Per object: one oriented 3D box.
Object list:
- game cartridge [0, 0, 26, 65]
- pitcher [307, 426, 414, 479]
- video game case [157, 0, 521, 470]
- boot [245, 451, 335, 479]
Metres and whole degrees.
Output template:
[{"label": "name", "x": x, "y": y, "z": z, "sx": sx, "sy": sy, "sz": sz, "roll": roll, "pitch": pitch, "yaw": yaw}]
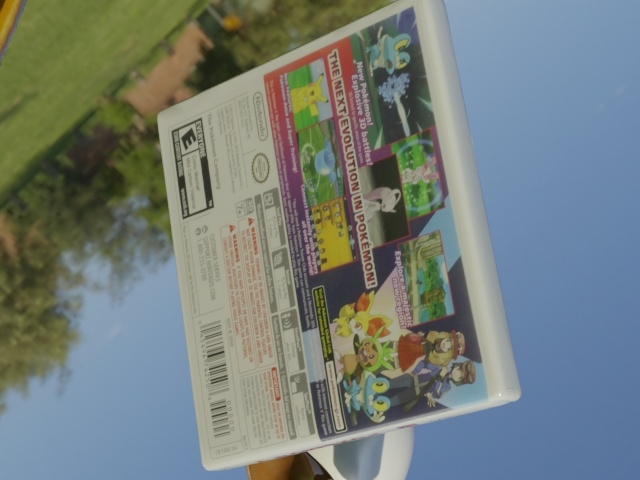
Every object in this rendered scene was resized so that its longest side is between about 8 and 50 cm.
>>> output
[{"label": "game cartridge", "x": -0.337, "y": -0.159, "z": 0.768, "sx": 0.053, "sy": 0.323, "sz": 0.285, "roll": 82, "pitch": 16, "yaw": -53}, {"label": "pitcher", "x": 0.011, "y": 0.242, "z": 1.367, "sx": 0.177, "sy": 0.207, "sz": 0.125, "roll": -1, "pitch": 171, "yaw": 18}, {"label": "video game case", "x": 0.000, "y": 0.000, "z": 0.641, "sx": 0.183, "sy": 0.201, "sz": 0.023, "roll": -19, "pitch": 162, "yaw": 34}, {"label": "boot", "x": -0.002, "y": 0.234, "z": 1.135, "sx": 0.073, "sy": 0.197, "sz": 0.152, "roll": -34, "pitch": 159, "yaw": -15}]
